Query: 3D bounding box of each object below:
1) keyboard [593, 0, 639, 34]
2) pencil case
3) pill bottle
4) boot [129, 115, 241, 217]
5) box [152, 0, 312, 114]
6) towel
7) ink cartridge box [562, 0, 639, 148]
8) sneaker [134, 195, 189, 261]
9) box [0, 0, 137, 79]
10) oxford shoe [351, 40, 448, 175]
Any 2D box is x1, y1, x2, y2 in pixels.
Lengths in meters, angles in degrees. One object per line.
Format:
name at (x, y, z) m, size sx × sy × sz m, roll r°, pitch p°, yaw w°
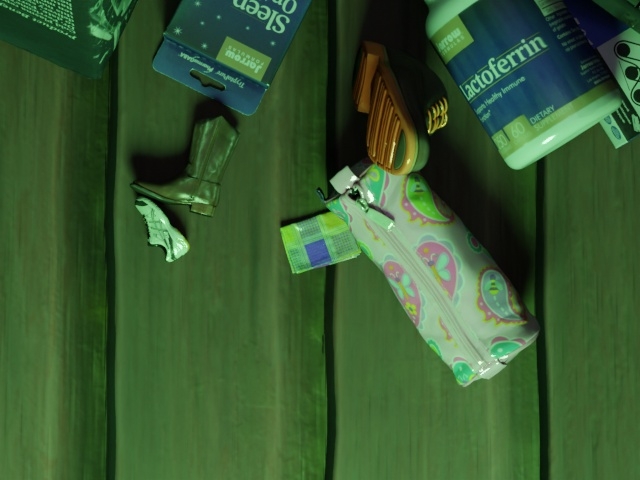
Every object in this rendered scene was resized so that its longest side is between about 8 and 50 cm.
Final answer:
keyboard at (0.413, -0.322, 1.691) m, size 0.317 × 0.033 × 0.201 m, roll 29°, pitch 114°, yaw -23°
pencil case at (0.121, 0.025, 1.669) m, size 0.124 × 0.124 × 0.284 m, roll -37°, pitch 91°, yaw -10°
pill bottle at (0.214, -0.227, 1.700) m, size 0.153 × 0.153 × 0.265 m, roll -31°, pitch 86°, yaw -10°
boot at (-0.153, -0.094, 1.693) m, size 0.106 × 0.037 × 0.114 m, roll 18°, pitch 84°, yaw -18°
box at (-0.087, -0.271, 1.717) m, size 0.136 × 0.036 × 0.225 m, roll 26°, pitch 87°, yaw -3°
towel at (0.000, 0.000, 1.714) m, size 0.083 × 0.009 × 0.060 m, roll -16°, pitch 86°, yaw -9°
ink cartridge box at (0.341, -0.223, 1.769) m, size 0.097 × 0.046 × 0.207 m, roll -31°, pitch 87°, yaw -11°
sneaker at (-0.186, -0.012, 1.681) m, size 0.037 × 0.032 × 0.083 m, roll -41°, pitch 88°, yaw -11°
box at (-0.259, -0.480, 1.511) m, size 0.297 × 0.472 × 0.480 m, roll 25°, pitch 80°, yaw -5°
oxford shoe at (0.100, -0.148, 1.630) m, size 0.098 × 0.271 × 0.097 m, roll 7°, pitch 119°, yaw -10°
